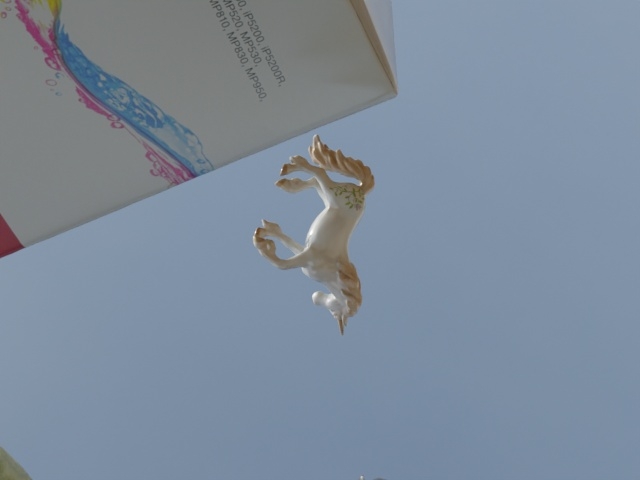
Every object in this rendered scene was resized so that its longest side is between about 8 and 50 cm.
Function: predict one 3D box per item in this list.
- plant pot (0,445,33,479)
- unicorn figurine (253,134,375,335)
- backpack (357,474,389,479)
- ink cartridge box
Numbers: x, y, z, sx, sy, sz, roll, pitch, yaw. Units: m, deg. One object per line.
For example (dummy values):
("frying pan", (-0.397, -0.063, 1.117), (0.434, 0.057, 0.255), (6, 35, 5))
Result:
("plant pot", (-0.266, 0.226, 0.591), (0.275, 0.275, 0.293), (43, -164, -2))
("unicorn figurine", (0.000, 0.000, 1.258), (0.111, 0.162, 0.060), (23, -166, -4))
("backpack", (0.041, 0.317, 1.365), (0.182, 0.152, 0.115), (-39, -67, -31))
("ink cartridge box", (-0.075, -0.092, 0.492), (0.128, 0.176, 0.127), (-87, -27, -62))
